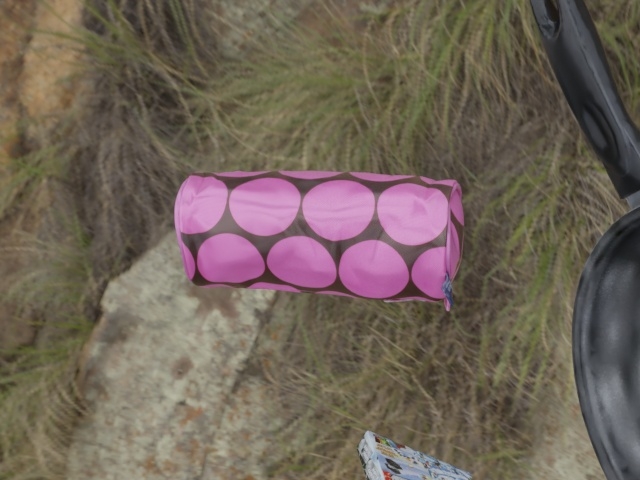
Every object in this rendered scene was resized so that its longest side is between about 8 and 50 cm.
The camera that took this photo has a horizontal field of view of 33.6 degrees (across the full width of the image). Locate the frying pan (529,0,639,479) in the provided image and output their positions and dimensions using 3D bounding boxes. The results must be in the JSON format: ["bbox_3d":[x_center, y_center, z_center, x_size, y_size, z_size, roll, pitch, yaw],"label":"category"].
[{"bbox_3d":[0.165,0.025,0.530,0.053,0.197,0.326,-11,56,-23],"label":"frying pan"}]

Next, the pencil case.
[{"bbox_3d":[0.000,0.000,0.787,0.209,0.098,0.095,5,37,9],"label":"pencil case"}]

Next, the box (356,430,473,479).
[{"bbox_3d":[0.108,0.256,1.106,0.027,0.137,0.094,-59,19,15],"label":"box"}]
